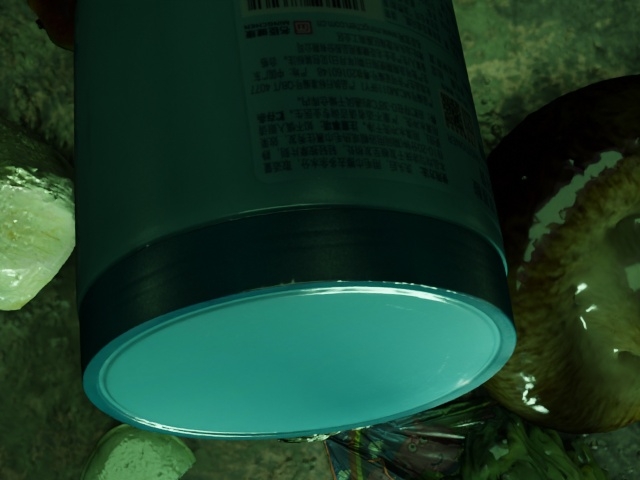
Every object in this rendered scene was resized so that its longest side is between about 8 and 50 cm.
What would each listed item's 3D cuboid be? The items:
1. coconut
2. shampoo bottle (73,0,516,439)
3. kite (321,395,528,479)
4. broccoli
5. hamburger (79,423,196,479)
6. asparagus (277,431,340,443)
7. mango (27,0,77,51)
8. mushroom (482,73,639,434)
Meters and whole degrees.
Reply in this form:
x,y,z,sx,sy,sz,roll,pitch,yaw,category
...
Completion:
x,y,z,sx,sy,sz,roll,pitch,yaw,category
-0.312,-0.027,1.216,0.194,0.194,0.194,0,97,1,coconut
-0.031,-0.053,1.054,0.331,0.331,0.343,-7,65,1,shampoo bottle
0.098,0.256,1.323,0.234,0.016,0.321,27,96,-3,kite
0.239,0.302,1.209,0.288,0.245,0.248,39,68,-33,broccoli
-0.192,0.228,1.307,0.121,0.054,0.084,-41,91,2,hamburger
0.034,0.171,1.307,0.165,0.030,0.036,-20,106,3,asparagus
-0.140,-0.228,1.220,0.267,0.111,0.133,5,86,-5,mango
0.282,0.051,1.145,0.331,0.356,0.334,-29,127,18,mushroom
